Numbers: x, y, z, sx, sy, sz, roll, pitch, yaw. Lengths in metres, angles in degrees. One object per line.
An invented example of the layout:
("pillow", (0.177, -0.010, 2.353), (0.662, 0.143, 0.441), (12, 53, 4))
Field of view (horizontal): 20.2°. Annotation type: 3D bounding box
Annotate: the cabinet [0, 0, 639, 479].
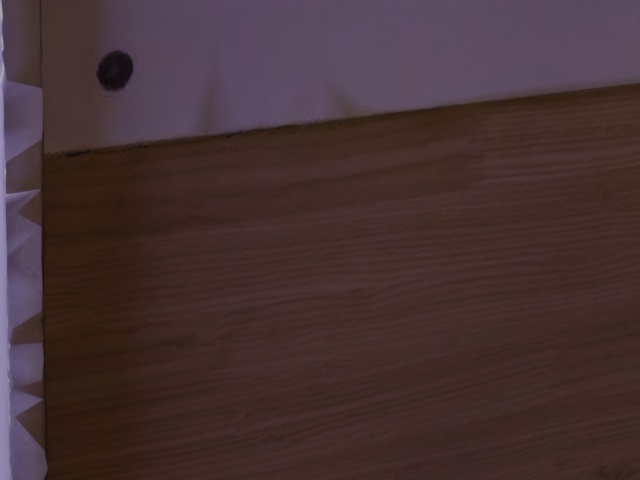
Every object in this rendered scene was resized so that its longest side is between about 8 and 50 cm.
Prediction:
("cabinet", (0.000, 0.000, 0.510), (0.227, 0.290, 0.318), (35, 129, 54))
